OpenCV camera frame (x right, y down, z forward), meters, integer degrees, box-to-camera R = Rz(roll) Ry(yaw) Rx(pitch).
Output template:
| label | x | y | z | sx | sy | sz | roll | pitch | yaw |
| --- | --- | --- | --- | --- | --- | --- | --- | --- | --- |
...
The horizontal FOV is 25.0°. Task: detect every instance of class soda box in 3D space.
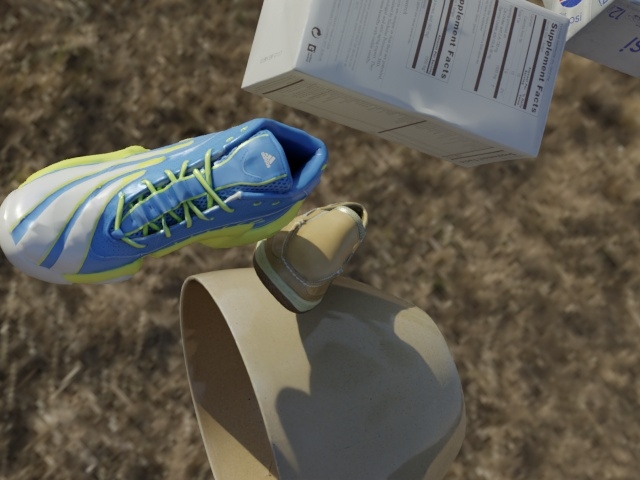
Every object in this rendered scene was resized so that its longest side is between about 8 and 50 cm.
| label | x | y | z | sx | sy | sz | roll | pitch | yaw |
| --- | --- | --- | --- | --- | --- | --- | --- | --- | --- |
| soda box | 0.386 | -0.242 | 1.639 | 0.286 | 0.098 | 0.091 | 12 | 52 | -36 |

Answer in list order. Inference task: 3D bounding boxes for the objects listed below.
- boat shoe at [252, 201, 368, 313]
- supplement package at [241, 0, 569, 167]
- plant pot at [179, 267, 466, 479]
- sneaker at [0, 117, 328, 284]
| label | x | y | z | sx | sy | sz | roll | pitch | yaw |
| --- | --- | --- | --- | --- | --- | --- | --- | --- | --- |
| boat shoe | 0.000 | 0.000 | 1.135 | 0.068 | 0.072 | 0.190 | 52 | 16 | -7 |
| supplement package | 0.076 | -0.167 | 1.294 | 0.244 | 0.139 | 0.134 | 17 | 82 | -22 |
| plant pot | 0.013 | 0.145 | 1.242 | 0.190 | 0.284 | 0.284 | -14 | 63 | -16 |
| sneaker | -0.096 | -0.040 | 0.976 | 0.240 | 0.126 | 0.091 | -15 | 77 | -40 |
